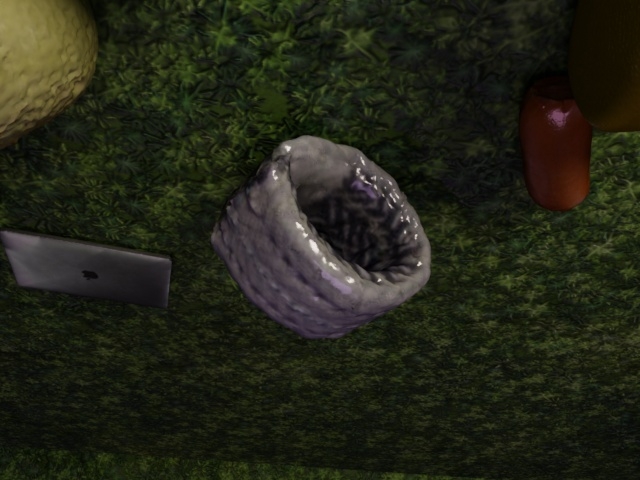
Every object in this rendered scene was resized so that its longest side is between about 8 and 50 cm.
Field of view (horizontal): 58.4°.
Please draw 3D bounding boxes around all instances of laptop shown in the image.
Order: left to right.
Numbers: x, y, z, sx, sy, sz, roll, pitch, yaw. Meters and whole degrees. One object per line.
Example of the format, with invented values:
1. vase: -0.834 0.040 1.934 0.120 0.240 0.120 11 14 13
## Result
1. laptop: -0.394 0.054 0.984 0.269 0.015 0.187 11 144 -11

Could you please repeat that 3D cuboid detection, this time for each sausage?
1. sausage: 0.274 -0.104 0.667 0.076 0.076 0.197 -10 143 17

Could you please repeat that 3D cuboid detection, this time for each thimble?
1. thimble: 0.000 0.000 0.711 0.246 0.217 0.157 35 134 -18

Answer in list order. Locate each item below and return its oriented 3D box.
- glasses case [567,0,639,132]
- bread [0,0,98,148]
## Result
1. glasses case: 0.294 -0.227 0.406 0.141 0.173 0.371 -6 143 6
2. bread: -0.341 -0.156 0.446 0.321 0.320 0.237 -15 125 24
